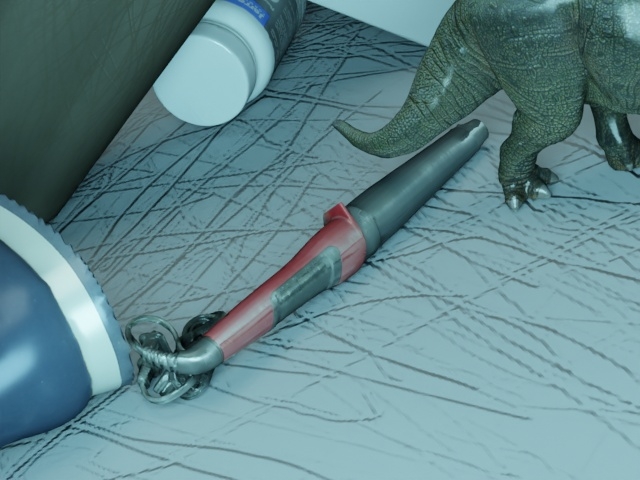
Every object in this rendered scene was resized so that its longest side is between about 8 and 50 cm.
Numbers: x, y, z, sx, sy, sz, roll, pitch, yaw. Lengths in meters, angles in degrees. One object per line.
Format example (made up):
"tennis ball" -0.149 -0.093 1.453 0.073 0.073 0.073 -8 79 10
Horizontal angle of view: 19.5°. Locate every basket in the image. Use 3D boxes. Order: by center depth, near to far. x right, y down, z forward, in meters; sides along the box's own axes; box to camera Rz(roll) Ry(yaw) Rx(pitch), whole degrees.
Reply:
"basket" -0.158 -0.136 1.108 0.154 0.227 0.204 43 22 29

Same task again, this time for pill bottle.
"pill bottle" -0.061 -0.135 1.228 0.078 0.078 0.137 -8 29 19

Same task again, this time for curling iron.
"curling iron" 0.000 0.000 0.983 0.068 0.035 0.274 12 40 44

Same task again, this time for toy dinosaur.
"toy dinosaur" 0.148 -0.097 0.938 0.313 0.160 0.121 5 35 37

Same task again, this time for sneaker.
"sneaker" -0.230 0.027 0.992 0.131 0.112 0.319 -32 29 -24

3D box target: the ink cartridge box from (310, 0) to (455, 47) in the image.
"ink cartridge box" 0.022 -0.217 1.247 0.153 0.087 0.208 19 21 -16
